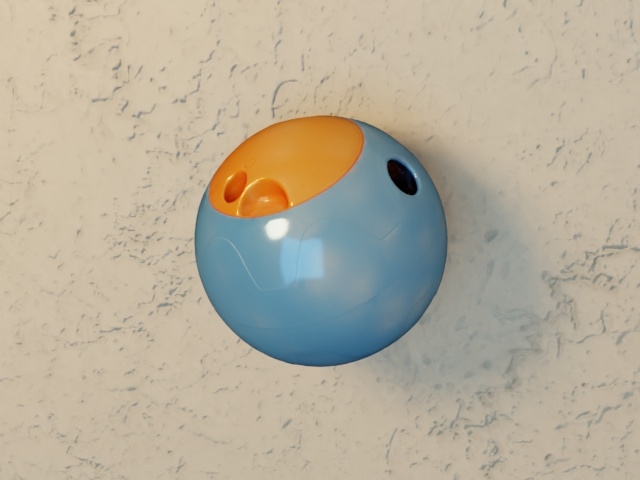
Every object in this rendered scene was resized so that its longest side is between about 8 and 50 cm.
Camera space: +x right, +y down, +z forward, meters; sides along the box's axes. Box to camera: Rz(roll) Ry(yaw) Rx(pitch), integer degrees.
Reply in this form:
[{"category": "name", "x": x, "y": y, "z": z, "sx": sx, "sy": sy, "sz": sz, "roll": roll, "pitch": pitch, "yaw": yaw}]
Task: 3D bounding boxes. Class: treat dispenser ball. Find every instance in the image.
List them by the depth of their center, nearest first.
[{"category": "treat dispenser ball", "x": 0.000, "y": 0.000, "z": 1.329, "sx": 0.288, "sy": 0.288, "sz": 0.288, "roll": 4, "pitch": 111, "yaw": 11}]
